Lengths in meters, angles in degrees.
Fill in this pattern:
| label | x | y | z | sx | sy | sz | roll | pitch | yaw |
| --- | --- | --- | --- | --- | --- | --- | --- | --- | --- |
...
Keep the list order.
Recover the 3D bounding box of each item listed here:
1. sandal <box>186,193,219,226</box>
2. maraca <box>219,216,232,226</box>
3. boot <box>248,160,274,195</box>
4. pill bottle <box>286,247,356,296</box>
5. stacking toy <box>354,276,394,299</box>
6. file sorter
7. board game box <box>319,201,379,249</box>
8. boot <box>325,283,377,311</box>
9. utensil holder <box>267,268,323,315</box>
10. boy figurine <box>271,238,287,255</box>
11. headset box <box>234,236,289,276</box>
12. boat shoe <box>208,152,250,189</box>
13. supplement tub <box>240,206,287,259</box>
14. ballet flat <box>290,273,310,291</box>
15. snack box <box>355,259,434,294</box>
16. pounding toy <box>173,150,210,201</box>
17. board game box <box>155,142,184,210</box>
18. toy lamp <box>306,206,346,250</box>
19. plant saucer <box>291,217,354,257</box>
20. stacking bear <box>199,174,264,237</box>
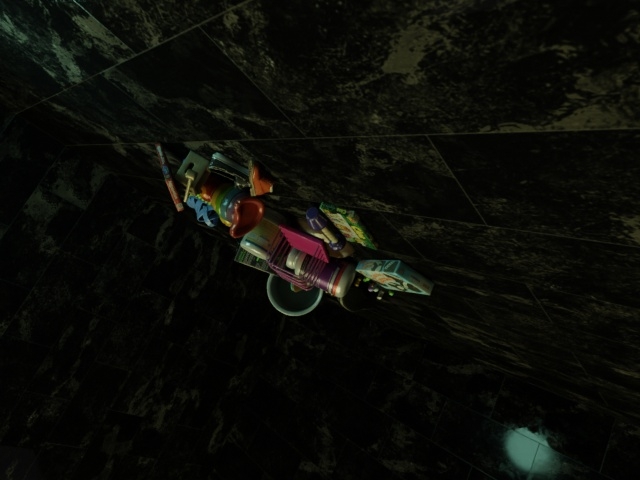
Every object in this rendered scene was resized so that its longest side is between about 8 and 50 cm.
| label | x | y | z | sx | sy | sz | roll | pitch | yaw |
| --- | --- | --- | --- | --- | --- | --- | --- | --- | --- |
| sandal | -0.632 | -0.165 | 2.236 | 0.317 | 0.138 | 0.126 | 19 | 167 | 40 |
| maraca | -0.429 | -0.116 | 2.114 | 0.185 | 0.100 | 0.127 | 6 | -166 | -37 |
| boot | -0.196 | -0.209 | 1.364 | 0.084 | 0.059 | 0.158 | -4 | 151 | -5 |
| pill bottle | 0.002 | 0.137 | 2.024 | 0.322 | 0.182 | 0.181 | 24 | 167 | 14 |
| stacking toy | 0.283 | 0.253 | 2.204 | 0.166 | 0.052 | 0.221 | 28 | 167 | -6 |
| file sorter | -0.100 | 0.085 | 1.804 | 0.201 | 0.183 | 0.291 | 24 | 167 | 14 |
| board game box | 0.106 | -0.046 | 1.432 | 0.136 | 0.031 | 0.259 | 16 | 164 | 33 |
| boot | 0.136 | 0.302 | 2.424 | 0.284 | 0.138 | 0.377 | 21 | -174 | 35 |
| utensil holder | -0.142 | 0.287 | 2.557 | 0.327 | 0.328 | 0.385 | 26 | 175 | 4 |
| boy figurine | -0.297 | -0.022 | 2.113 | 0.177 | 0.092 | 0.285 | -12 | -149 | -42 |
| headset box | -0.333 | 0.058 | 2.259 | 0.282 | 0.132 | 0.246 | 22 | -169 | -14 |
| boat shoe | -0.285 | -0.218 | 1.440 | 0.228 | 0.076 | 0.080 | 31 | 167 | -15 |
| supplement tub | -0.247 | -0.031 | 1.821 | 0.144 | 0.200 | 0.144 | 26 | 168 | 6 |
| ballet flat | -0.050 | 0.178 | 2.210 | 0.123 | 0.116 | 0.342 | 5 | -162 | 14 |
| snack box | 0.301 | 0.149 | 1.731 | 0.187 | 0.060 | 0.321 | 32 | 167 | -19 |
| pounding toy | -0.501 | -0.240 | 1.554 | 0.094 | 0.181 | 0.206 | 29 | 167 | -7 |
| board game box | -0.590 | -0.251 | 1.611 | 0.145 | 0.027 | 0.281 | 85 | 159 | -44 |
| toy lamp | 0.020 | -0.043 | 1.519 | 0.080 | 0.080 | 0.275 | 21 | 167 | 27 |
| plant saucer | 0.000 | 0.000 | 1.793 | 0.310 | 0.050 | 0.311 | 25 | 167 | 6 |
| stacking bear | -0.381 | -0.166 | 1.683 | 0.288 | 0.176 | 0.164 | 34 | -146 | 27 |
